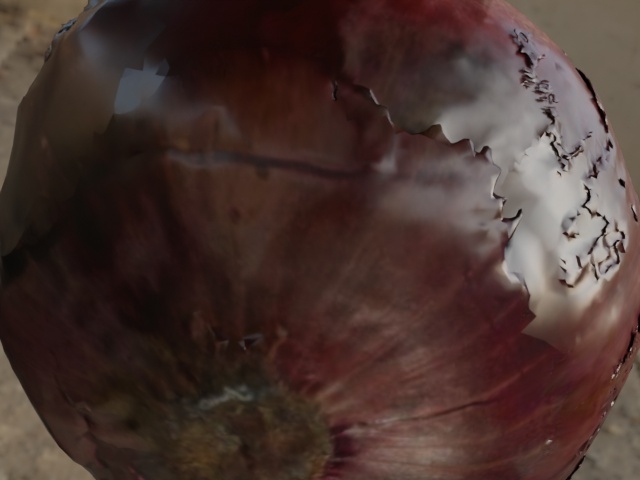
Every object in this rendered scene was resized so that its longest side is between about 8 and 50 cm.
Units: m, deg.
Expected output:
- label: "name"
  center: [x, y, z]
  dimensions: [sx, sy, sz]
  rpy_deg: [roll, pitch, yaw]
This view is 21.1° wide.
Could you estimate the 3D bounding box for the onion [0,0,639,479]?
- label: "onion"
  center: [0.000, 0.000, 0.645]
  dimensions: [0.252, 0.252, 0.219]
  rpy_deg: [18, 36, -3]
